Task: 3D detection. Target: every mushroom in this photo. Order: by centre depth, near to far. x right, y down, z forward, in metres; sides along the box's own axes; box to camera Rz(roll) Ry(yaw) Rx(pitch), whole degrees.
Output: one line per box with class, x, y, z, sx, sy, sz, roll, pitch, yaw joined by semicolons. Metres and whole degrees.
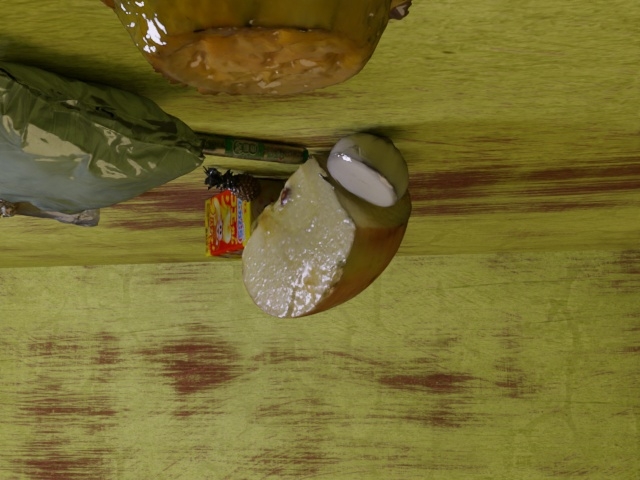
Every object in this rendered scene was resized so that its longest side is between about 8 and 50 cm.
mushroom;-0.574;-0.077;1.476;0.223;0.081;0.092;7;-172;-37

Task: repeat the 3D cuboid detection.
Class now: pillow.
pillow;-0.345;-0.126;0.887;0.310;0.138;0.284;-10;160;43

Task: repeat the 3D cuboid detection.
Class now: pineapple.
pineapple;-0.170;-0.111;1.349;0.058;0.058;0.124;-6;167;34

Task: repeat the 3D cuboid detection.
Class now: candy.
candy;-0.170;-0.041;1.548;0.088;0.146;0.276;4;173;-29

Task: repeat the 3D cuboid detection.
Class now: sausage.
sausage;-0.133;-0.147;1.129;0.269;0.032;0.033;3;172;-28

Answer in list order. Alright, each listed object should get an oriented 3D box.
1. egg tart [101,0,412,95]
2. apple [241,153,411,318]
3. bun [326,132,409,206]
egg tart;-0.046;-0.186;0.541;0.289;0.118;0.288;-5;175;0
apple;0.000;0.000;1.308;0.252;0.309;0.314;33;-146;-3
bun;0.086;-0.124;1.118;0.138;0.094;0.138;30;160;12
